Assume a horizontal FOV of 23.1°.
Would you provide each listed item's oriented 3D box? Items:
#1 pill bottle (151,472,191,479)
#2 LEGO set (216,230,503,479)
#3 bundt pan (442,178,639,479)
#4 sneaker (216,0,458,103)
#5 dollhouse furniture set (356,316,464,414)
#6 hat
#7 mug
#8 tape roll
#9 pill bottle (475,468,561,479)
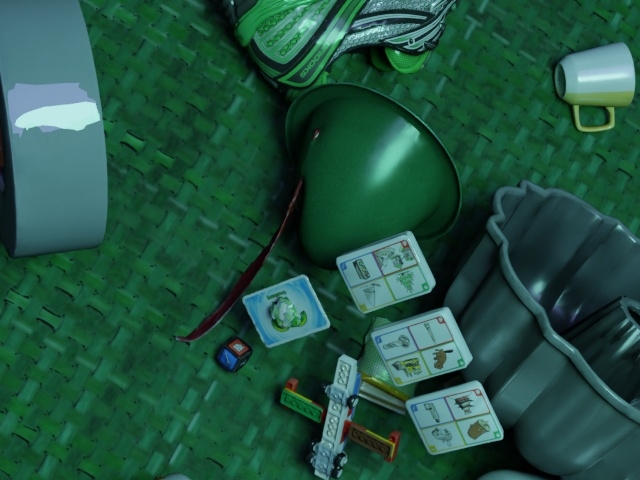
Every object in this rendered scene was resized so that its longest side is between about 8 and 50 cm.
[{"bbox_3d":[-0.207,0.298,1.227,0.272,0.152,0.152,-19,87,-18],"label":"pill bottle"},{"bbox_3d":[0.028,0.102,1.304,0.060,0.244,0.182,-34,100,-51],"label":"LEGO set"},{"bbox_3d":[0.236,0.106,1.334,0.331,0.331,0.124,36,117,-8],"label":"bundt pan"},{"bbox_3d":[0.083,-0.234,1.421,0.343,0.134,0.146,-28,97,-10],"label":"sneaker"},{"bbox_3d":[0.107,0.127,1.394,0.152,0.058,0.076,25,75,-12],"label":"dollhouse furniture set"},{"bbox_3d":[0.000,0.000,1.308,0.173,0.208,0.183,27,55,15],"label":"hat"},{"bbox_3d":[0.259,-0.147,1.483,0.064,0.062,0.078,-6,77,-9],"label":"mug"},{"bbox_3d":[-0.227,-0.097,1.246,0.072,0.219,0.219,-8,84,-18],"label":"tape roll"},{"bbox_3d":[0.249,0.290,1.355,0.264,0.146,0.146,15,77,-23],"label":"pill bottle"}]
